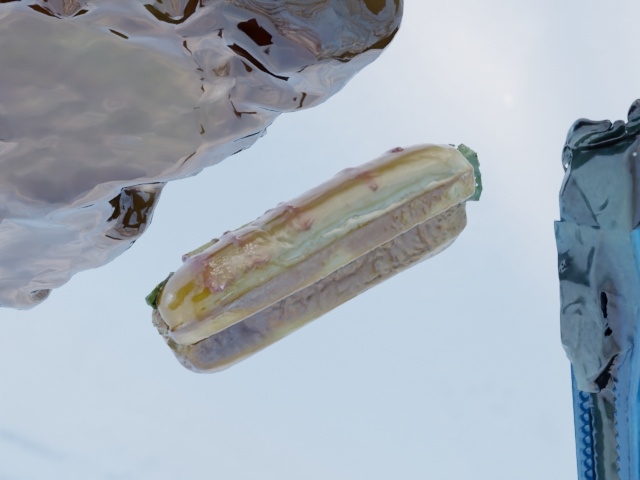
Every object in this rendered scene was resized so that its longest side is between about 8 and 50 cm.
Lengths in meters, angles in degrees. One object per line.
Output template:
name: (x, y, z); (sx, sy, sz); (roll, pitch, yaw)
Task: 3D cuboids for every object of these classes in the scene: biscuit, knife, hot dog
biscuit: (-0.216, -0.111, 0.718); (0.395, 0.342, 0.166); (12, 62, -30)
knife: (0.119, 0.080, 0.784); (0.026, 0.044, 0.297); (-31, 124, -43)
hot dog: (0.000, 0.000, 1.259); (0.076, 0.250, 0.104); (50, -22, 23)
